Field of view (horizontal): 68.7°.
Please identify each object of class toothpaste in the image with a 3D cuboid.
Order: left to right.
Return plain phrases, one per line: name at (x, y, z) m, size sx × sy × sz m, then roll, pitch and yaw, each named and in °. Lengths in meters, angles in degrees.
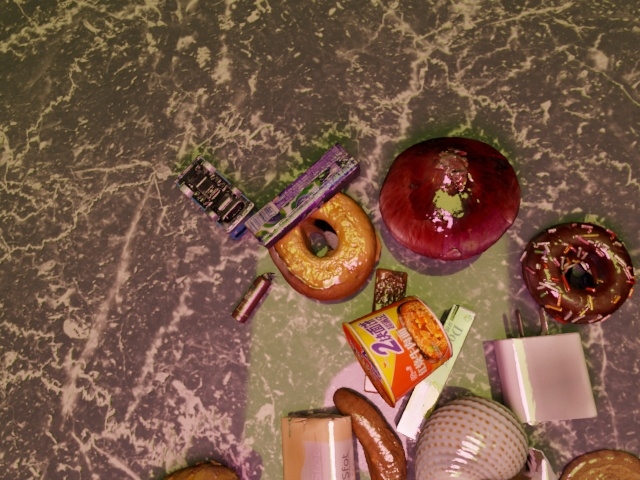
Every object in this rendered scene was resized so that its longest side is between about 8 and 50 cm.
toothpaste at (0.284, 0.321, 1.148) m, size 0.067 × 0.081 × 0.337 m, roll 25°, pitch 81°, yaw 14°

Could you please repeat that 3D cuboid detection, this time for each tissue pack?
tissue pack at (-0.007, 0.526, 1.100) m, size 0.186 × 0.090 × 0.222 m, roll -14°, pitch 71°, yaw 39°

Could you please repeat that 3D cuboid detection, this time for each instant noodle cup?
instant noodle cup at (0.173, 0.231, 1.033) m, size 0.174 × 0.213 × 0.213 m, roll -28°, pitch 75°, yaw -11°

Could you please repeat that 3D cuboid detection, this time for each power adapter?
power adapter at (0.518, 0.288, 1.108) m, size 0.187 × 0.124 × 0.255 m, roll -7°, pitch 75°, yaw 3°

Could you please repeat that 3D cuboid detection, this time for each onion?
onion at (0.316, -0.129, 1.151) m, size 0.347 × 0.285 × 0.348 m, roll -4°, pitch 65°, yaw 8°

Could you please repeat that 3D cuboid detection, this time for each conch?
conch at (0.322, 0.509, 1.008) m, size 0.319 × 0.215 × 0.303 m, roll -38°, pitch 89°, yaw -7°

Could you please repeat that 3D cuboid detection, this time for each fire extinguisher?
fire extinguisher at (-0.179, 0.147, 1.264) m, size 0.158 × 0.043 × 0.064 m, roll -56°, pitch 35°, yaw -8°

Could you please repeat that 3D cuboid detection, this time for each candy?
candy at (-0.042, -0.106, 1.145) m, size 0.312 × 0.061 × 0.088 m, roll -40°, pitch 70°, yaw -1°

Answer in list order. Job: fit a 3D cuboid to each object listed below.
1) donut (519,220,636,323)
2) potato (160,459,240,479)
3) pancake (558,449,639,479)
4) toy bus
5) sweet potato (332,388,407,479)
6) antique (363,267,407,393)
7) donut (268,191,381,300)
donut at (0.637, 0.075, 1.155) m, size 0.269 × 0.103 × 0.270 m, roll -2°, pitch 75°, yaw 7°
potato at (-0.315, 0.609, 1.115) m, size 0.298 × 0.176 × 0.141 m, roll -20°, pitch 67°, yaw 26°
pancake at (0.677, 0.627, 1.054) m, size 0.286 × 0.033 × 0.288 m, roll 8°, pitch 78°, yaw 8°
toy bus at (-0.275, -0.113, 1.290) m, size 0.234 × 0.133 × 0.116 m, roll 42°, pitch 85°, yaw 19°
sweet potato at (0.143, 0.505, 1.119) m, size 0.114 × 0.092 × 0.342 m, roll -33°, pitch 73°, yaw 22°
antique at (0.165, 0.224, 1.179) m, size 0.087 × 0.093 × 0.310 m, roll 6°, pitch 77°, yaw 8°
donut at (0.000, 0.000, 1.225) m, size 0.317 × 0.150 × 0.299 m, roll 17°, pitch 81°, yaw 11°
